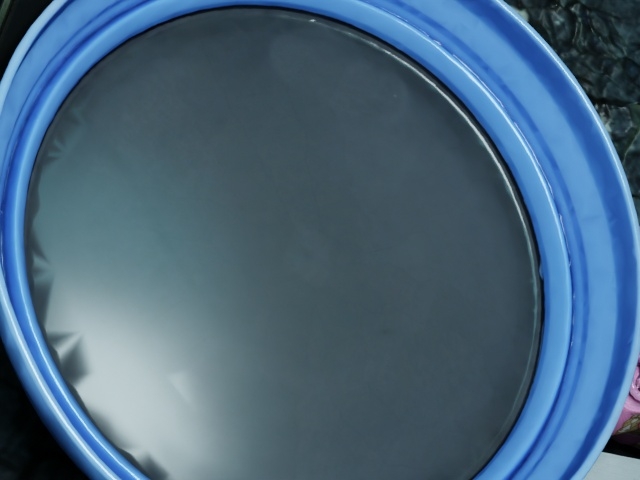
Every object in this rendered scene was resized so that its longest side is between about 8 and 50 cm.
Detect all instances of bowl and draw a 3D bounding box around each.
[{"bbox_3d":[0.000,0.000,0.737,0.391,0.077,0.391,8,68,-21],"label":"bowl"}]

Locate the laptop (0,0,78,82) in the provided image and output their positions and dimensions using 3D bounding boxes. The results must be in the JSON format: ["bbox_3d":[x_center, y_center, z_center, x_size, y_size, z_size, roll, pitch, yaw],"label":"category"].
[{"bbox_3d":[-0.222,-0.137,0.724,0.264,0.234,0.137,16,38,-22],"label":"laptop"}]

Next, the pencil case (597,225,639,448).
[{"bbox_3d":[0.337,0.115,0.891,0.386,0.160,0.167,20,59,-11],"label":"pencil case"}]

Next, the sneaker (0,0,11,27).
[{"bbox_3d":[-0.161,-0.192,0.892,0.121,0.111,0.300,34,59,-5],"label":"sneaker"}]

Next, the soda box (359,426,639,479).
[{"bbox_3d":[0.056,0.167,0.796,0.286,0.091,0.098,12,62,-15],"label":"soda box"}]
